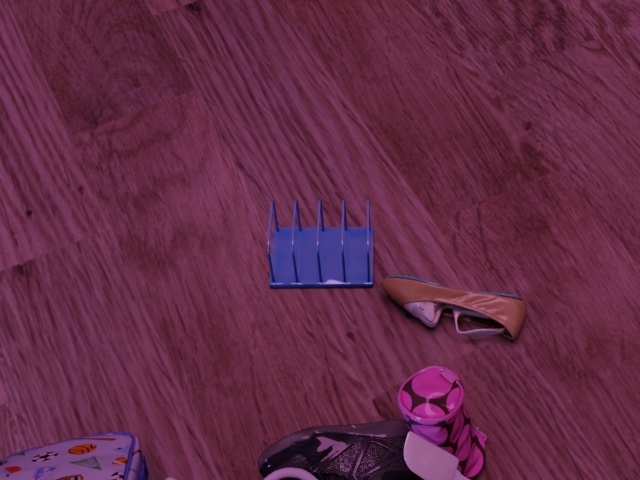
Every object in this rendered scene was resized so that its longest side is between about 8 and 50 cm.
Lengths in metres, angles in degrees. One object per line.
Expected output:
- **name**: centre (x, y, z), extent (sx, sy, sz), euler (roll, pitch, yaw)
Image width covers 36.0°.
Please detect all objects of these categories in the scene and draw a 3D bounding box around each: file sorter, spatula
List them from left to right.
- **file sorter**: centre (0.000, 0.000, 1.602), extent (0.170, 0.104, 0.118), euler (-1, 52, 4)
- **spatula**: centre (0.174, 0.375, 1.267), extent (0.242, 0.019, 0.168), euler (33, 66, -18)

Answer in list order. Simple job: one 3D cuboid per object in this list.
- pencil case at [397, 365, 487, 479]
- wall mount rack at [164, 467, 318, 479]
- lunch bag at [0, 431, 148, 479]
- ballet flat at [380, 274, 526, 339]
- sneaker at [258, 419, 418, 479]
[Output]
- **pencil case**: centre (0.170, 0.250, 1.334), extent (0.098, 0.209, 0.095), euler (-34, 51, -7)
- **wall mount rack**: centre (-0.078, 0.432, 1.193), extent (0.304, 0.130, 0.350), euler (16, 63, -18)
- **lunch bag**: centre (-0.332, 0.347, 1.265), extent (0.243, 0.115, 0.303), euler (-10, 9, -5)
- **ballet flat**: centre (0.201, 0.106, 1.526), extent (0.232, 0.080, 0.073), euler (8, 69, 12)
- **sneaker**: centre (0.029, 0.326, 1.363), extent (0.227, 0.087, 0.130), euler (-4, 46, -5)
